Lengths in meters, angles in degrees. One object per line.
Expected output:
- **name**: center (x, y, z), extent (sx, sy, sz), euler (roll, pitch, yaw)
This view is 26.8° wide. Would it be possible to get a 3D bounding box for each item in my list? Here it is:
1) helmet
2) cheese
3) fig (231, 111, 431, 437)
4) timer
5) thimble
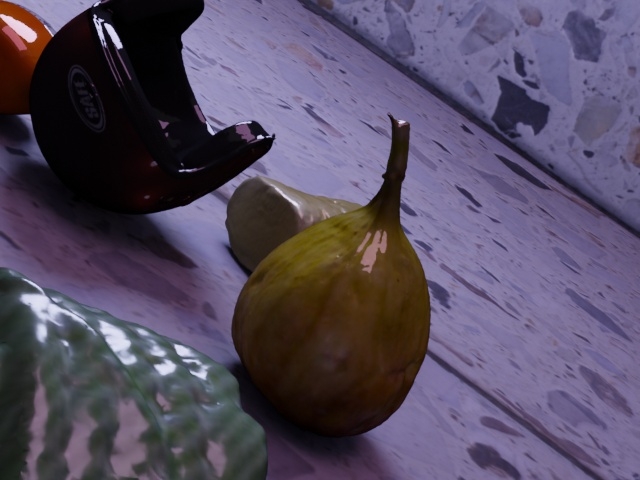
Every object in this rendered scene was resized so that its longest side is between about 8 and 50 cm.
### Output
- **helmet**: center (-0.157, -0.119, 1.191), extent (0.189, 0.193, 0.216), euler (66, 15, 5)
- **cheese**: center (0.000, 0.000, 1.322), extent (0.167, 0.094, 0.123), euler (17, 25, -41)
- **fig**: center (0.024, 0.023, 1.049), extent (0.159, 0.257, 0.159), euler (15, 19, -5)
- **timer**: center (-0.304, -0.167, 1.240), extent (0.136, 0.099, 0.136), euler (17, 24, -8)
- **thimble**: center (-0.133, 0.126, 0.544), extent (0.150, 0.219, 0.219), euler (24, 19, -29)
